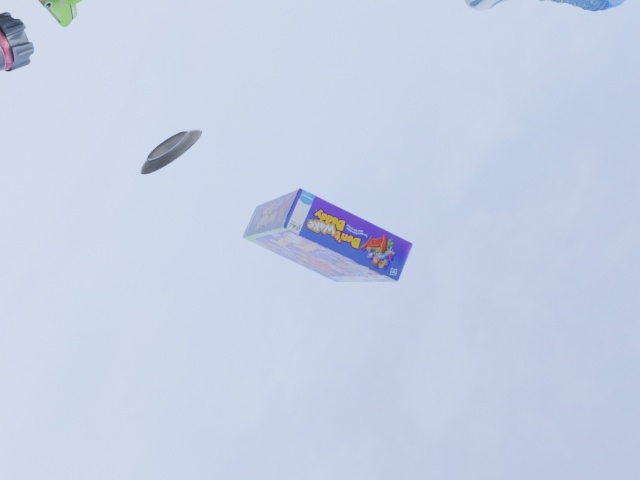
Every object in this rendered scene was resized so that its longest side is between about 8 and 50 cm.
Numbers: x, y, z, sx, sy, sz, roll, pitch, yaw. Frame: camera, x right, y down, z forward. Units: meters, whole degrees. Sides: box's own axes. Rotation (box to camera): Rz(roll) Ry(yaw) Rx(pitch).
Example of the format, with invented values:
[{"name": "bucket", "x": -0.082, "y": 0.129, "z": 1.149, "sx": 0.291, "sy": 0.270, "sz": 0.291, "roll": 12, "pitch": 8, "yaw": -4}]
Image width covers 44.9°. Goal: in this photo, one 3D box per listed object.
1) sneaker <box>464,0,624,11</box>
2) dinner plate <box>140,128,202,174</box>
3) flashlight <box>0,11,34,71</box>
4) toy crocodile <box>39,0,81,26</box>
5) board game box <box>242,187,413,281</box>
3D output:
[{"name": "sneaker", "x": 0.261, "y": -0.290, "z": 0.862, "sx": 0.091, "sy": 0.126, "sz": 0.240, "roll": -39, "pitch": -174, "yaw": -25}, {"name": "dinner plate", "x": -0.284, "y": -0.172, "z": 1.453, "sx": 0.141, "sy": 0.017, "sz": 0.141, "roll": -26, "pitch": -153, "yaw": 15}, {"name": "flashlight", "x": -0.653, "y": -0.305, "z": 1.335, "sx": 0.103, "sy": 0.103, "sz": 0.304, "roll": 8, "pitch": -147, "yaw": 41}, {"name": "toy crocodile", "x": -0.438, "y": -0.464, "z": 1.224, "sx": 0.105, "sy": 0.115, "sz": 0.340, "roll": -36, "pitch": 171, "yaw": -24}, {"name": "board game box", "x": 0.000, "y": 0.000, "z": 1.511, "sx": 0.078, "sy": 0.233, "sz": 0.347, "roll": -67, "pitch": -166, "yaw": -10}]
